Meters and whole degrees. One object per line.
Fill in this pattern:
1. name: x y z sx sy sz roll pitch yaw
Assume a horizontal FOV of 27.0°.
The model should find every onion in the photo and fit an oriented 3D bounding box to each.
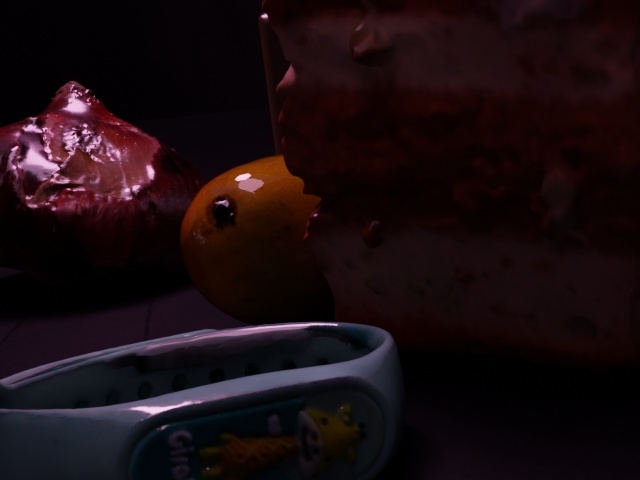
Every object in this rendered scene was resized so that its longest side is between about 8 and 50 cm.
1. onion: -0.230 -0.055 1.261 0.272 0.195 0.272 -2 2 0

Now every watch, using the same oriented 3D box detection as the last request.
1. watch: -0.067 0.088 0.685 0.237 0.068 0.195 -11 9 -24

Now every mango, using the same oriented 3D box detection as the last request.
1. mango: 0.000 0.000 0.979 0.253 0.138 0.113 -1 46 -45

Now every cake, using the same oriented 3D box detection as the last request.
1. cake: 0.153 -0.096 0.844 0.269 0.319 0.270 6 22 41

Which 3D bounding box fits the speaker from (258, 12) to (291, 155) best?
1. speaker: 0.043 -0.145 1.453 0.192 0.231 0.153 -4 11 17
